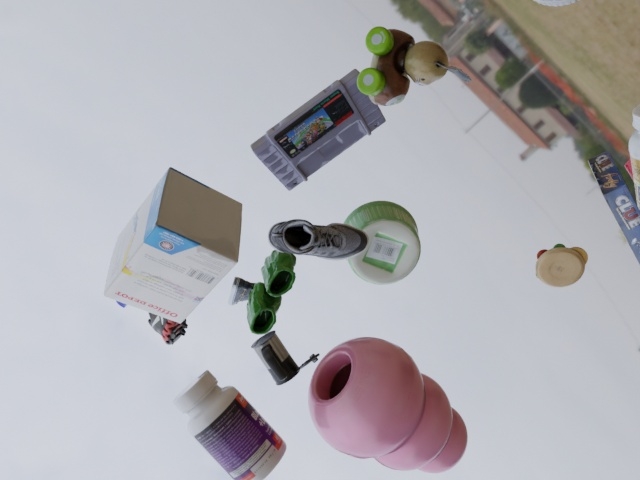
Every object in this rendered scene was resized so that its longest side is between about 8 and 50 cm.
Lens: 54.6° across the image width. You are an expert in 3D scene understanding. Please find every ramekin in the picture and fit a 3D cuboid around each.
[{"bbox_3d":[0.227,0.017,2.305,0.303,0.303,0.148,38,-164,-17],"label":"ramekin"}]

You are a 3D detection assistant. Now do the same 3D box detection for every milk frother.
[{"bbox_3d":[-0.096,0.316,1.745,0.134,0.143,0.129,57,164,-8],"label":"milk frother"}]

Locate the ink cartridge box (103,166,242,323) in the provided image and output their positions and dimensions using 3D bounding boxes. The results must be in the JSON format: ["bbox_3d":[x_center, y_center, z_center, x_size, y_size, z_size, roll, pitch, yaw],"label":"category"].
[{"bbox_3d":[-0.288,0.015,1.217,0.171,0.233,0.168,27,-142,-27],"label":"ink cartridge box"}]

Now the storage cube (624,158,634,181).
[{"bbox_3d":[0.996,-0.192,1.687,0.184,0.215,0.193,-4,-121,-18],"label":"storage cube"}]

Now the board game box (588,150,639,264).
[{"bbox_3d":[0.580,-0.031,1.151,0.243,0.042,0.165,54,-153,-18],"label":"board game box"}]

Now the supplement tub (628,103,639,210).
[{"bbox_3d":[0.811,-0.153,1.359,0.228,0.228,0.316,-68,-38,-65],"label":"supplement tub"}]

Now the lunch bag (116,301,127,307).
[{"bbox_3d":[-0.590,0.066,2.037,0.138,0.221,0.293,32,-143,-26],"label":"lunch bag"}]

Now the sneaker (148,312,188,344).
[{"bbox_3d":[-0.457,0.188,1.892,0.135,0.276,0.098,33,-149,14],"label":"sneaker"}]

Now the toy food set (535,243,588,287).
[{"bbox_3d":[0.410,0.044,1.065,0.083,0.083,0.020,11,-149,6],"label":"toy food set"}]

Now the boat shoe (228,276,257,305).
[{"bbox_3d":[-0.263,0.184,2.105,0.083,0.183,0.065,17,-117,-4],"label":"boat shoe"}]

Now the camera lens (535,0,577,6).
[{"bbox_3d":[0.498,-0.647,1.305,0.219,0.219,0.274,55,-162,21],"label":"camera lens"}]

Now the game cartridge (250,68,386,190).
[{"bbox_3d":[0.000,-0.300,1.732,0.068,0.355,0.230,58,-173,27],"label":"game cartridge"}]

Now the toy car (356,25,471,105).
[{"bbox_3d":[0.192,-0.327,1.202,0.189,0.148,0.155,16,-170,25],"label":"toy car"}]

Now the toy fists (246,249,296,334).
[{"bbox_3d":[-0.151,0.150,1.896,0.096,0.279,0.142,13,-153,-24],"label":"toy fists"}]

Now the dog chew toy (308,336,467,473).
[{"bbox_3d":[0.137,0.312,1.107,0.332,0.207,0.206,37,-156,-28],"label":"dog chew toy"}]

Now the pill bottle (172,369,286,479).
[{"bbox_3d":[-0.158,0.318,1.060,0.193,0.108,0.108,48,-157,-4],"label":"pill bottle"}]

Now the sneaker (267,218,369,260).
[{"bbox_3d":[0.000,0.000,1.591,0.269,0.101,0.153,4,180,-6],"label":"sneaker"}]
